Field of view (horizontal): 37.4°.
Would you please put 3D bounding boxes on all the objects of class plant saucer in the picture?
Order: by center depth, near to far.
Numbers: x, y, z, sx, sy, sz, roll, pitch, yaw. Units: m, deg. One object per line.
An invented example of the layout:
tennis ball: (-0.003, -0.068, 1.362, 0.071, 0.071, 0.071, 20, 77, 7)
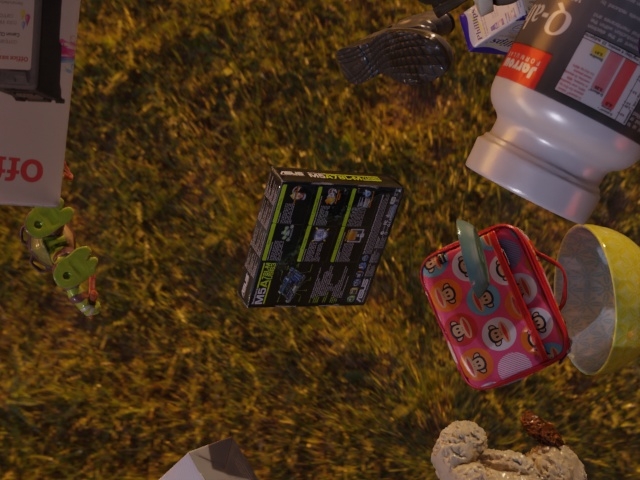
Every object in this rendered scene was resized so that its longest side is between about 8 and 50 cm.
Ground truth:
plant saucer: (0.221, 0.024, 1.353, 0.021, 0.119, 0.119, -16, 75, 15)

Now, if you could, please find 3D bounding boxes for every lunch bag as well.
lunch bag: (0.356, 0.122, 1.828, 0.258, 0.120, 0.293, -25, 80, 15)

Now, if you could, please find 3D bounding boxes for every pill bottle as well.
pill bottle: (0.341, -0.216, 1.173, 0.210, 0.210, 0.363, 29, 100, 14)

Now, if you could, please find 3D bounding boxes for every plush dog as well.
plush dog: (0.327, 0.401, 1.490, 0.225, 0.210, 0.263, -17, 98, -26)

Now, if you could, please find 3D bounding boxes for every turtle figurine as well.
turtle figurine: (-0.349, -0.013, 1.234, 0.087, 0.217, 0.270, -14, 96, -15)

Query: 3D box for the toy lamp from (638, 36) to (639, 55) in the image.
toy lamp: (0.484, -0.181, 1.050, 0.274, 0.080, 0.080, 17, 77, -23)

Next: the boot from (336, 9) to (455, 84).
boot: (0.203, -0.420, 1.957, 0.222, 0.338, 0.118, -33, 117, -26)

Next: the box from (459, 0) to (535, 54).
box: (0.331, -0.376, 1.602, 0.126, 0.137, 0.072, -4, 75, -37)

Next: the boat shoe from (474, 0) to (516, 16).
boat shoe: (0.151, -0.301, 0.750, 0.091, 0.109, 0.305, -4, 54, 13)

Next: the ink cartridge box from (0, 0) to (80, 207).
ink cartridge box: (-0.308, -0.184, 0.719, 0.131, 0.226, 0.307, 8, 94, 41)

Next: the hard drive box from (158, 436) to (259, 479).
hard drive box: (-0.159, 0.392, 1.196, 0.232, 0.089, 0.181, -46, 69, 28)

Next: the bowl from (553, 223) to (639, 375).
bowl: (0.574, 0.110, 1.813, 0.155, 0.289, 0.290, -2, 76, -8)

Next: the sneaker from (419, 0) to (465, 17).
sneaker: (0.226, -0.460, 1.699, 0.051, 0.170, 0.089, -33, 97, -28)

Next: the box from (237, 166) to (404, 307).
box: (0.000, 0.000, 1.234, 0.184, 0.191, 0.045, 2, 30, -27)
